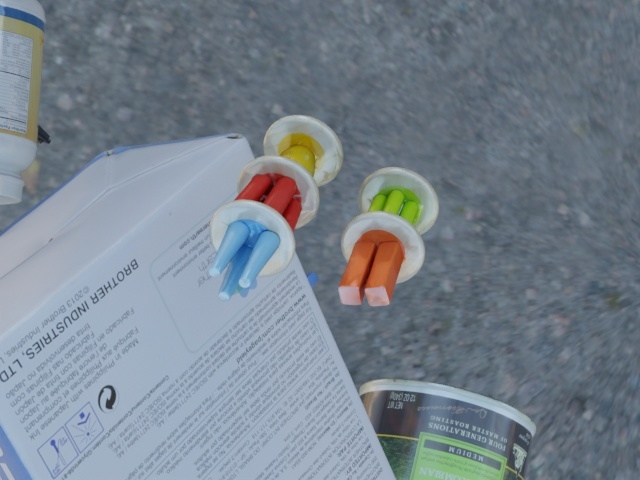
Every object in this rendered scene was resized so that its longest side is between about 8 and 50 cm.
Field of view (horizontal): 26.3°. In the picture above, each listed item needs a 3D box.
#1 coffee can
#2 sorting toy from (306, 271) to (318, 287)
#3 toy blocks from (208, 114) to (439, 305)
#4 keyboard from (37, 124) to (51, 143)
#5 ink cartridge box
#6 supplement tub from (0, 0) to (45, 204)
[{"bbox_3d":[0.107,0.310,1.462,0.201,0.201,0.275,9,69,15],"label":"coffee can"},{"bbox_3d":[-0.092,0.160,1.392,0.196,0.348,0.047,-33,104,33],"label":"sorting toy"},{"bbox_3d":[0.000,0.000,0.808,0.123,0.148,0.054,28,129,-1],"label":"toy blocks"},{"bbox_3d":[-0.392,-0.152,1.528,0.180,0.108,0.023,17,70,30],"label":"keyboard"},{"bbox_3d":[-0.104,0.164,0.956,0.151,0.270,0.395,-2,122,43],"label":"ink cartridge box"},{"bbox_3d":[-0.346,-0.141,1.332,0.144,0.144,0.200,2,85,15],"label":"supplement tub"}]
